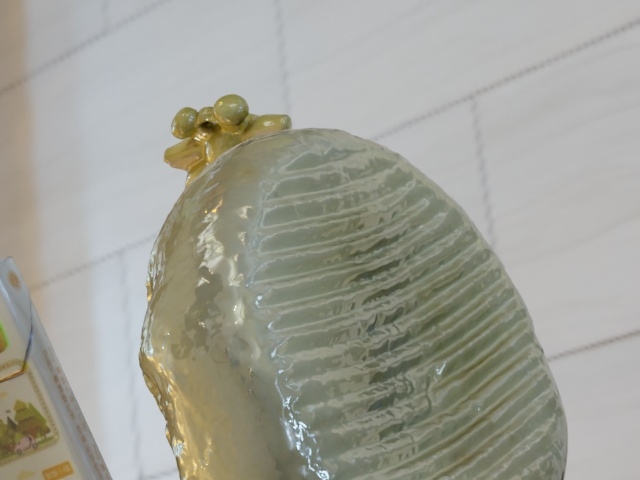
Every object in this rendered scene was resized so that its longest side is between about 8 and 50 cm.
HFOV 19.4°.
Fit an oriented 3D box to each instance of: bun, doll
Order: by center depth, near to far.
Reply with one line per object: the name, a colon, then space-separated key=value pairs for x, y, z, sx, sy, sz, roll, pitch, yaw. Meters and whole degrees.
bun: x=0.000 y=0.066 z=0.754 sx=0.127 sy=0.222 sz=0.222 roll=-33 pitch=60 yaw=38
doll: x=0.000 y=0.001 z=1.303 sx=0.117 sy=0.291 sz=0.086 roll=-15 pitch=48 yaw=29

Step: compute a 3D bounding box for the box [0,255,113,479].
box: x=-0.164 y=0.130 z=0.959 sx=0.122 sy=0.032 sz=0.220 roll=-23 pitch=92 yaw=20
